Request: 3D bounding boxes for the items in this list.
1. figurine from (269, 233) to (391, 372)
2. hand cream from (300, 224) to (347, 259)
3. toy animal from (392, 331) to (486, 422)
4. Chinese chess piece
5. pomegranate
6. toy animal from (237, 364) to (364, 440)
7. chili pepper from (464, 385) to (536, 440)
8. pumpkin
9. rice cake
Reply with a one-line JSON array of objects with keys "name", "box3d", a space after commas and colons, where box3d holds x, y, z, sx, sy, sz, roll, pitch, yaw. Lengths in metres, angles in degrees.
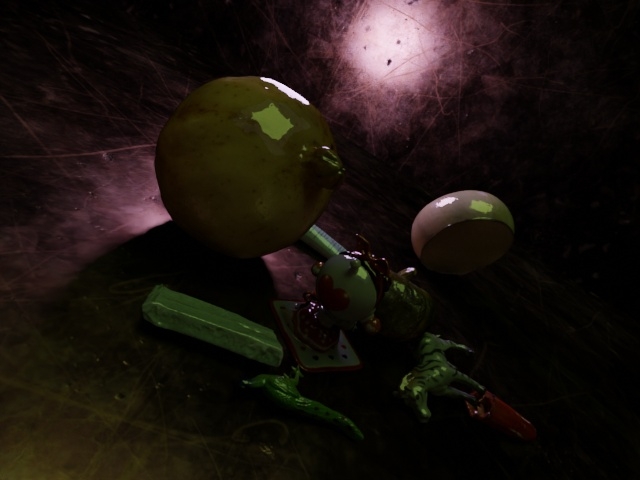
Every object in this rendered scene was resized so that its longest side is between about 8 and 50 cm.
[{"name": "figurine", "box3d": [0.041, 0.098, 0.757, 0.160, 0.226, 0.183, 11, 31, -38]}, {"name": "hand cream", "box3d": [0.000, 0.000, 1.108, 0.331, 0.058, 0.085, 34, 22, 6]}, {"name": "toy animal", "box3d": [0.255, 0.280, 0.841, 0.170, 0.089, 0.255, 32, 20, 8]}, {"name": "Chinese chess piece", "box3d": [0.486, -0.020, 1.401, 0.339, 0.338, 0.140, 19, 46, -28]}, {"name": "pomegranate", "box3d": [-0.124, -0.147, 0.832, 0.411, 0.409, 0.410, 26, 24, -13]}, {"name": "toy animal", "box3d": [-0.027, 0.241, 0.632, 0.217, 0.041, 0.075, 30, 20, -15]}, {"name": "chili pepper", "box3d": [0.392, 0.379, 0.853, 0.169, 0.064, 0.088, 34, -3, -12]}, {"name": "pumpkin", "box3d": [0.153, 0.122, 0.891, 0.219, 0.162, 0.219, 32, 4, -3]}, {"name": "rice cake", "box3d": [-0.166, 0.136, 0.645, 0.226, 0.040, 0.085, 25, 6, -13]}]
